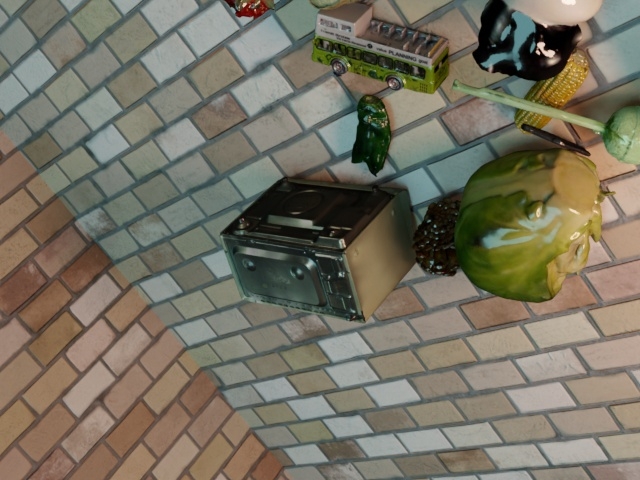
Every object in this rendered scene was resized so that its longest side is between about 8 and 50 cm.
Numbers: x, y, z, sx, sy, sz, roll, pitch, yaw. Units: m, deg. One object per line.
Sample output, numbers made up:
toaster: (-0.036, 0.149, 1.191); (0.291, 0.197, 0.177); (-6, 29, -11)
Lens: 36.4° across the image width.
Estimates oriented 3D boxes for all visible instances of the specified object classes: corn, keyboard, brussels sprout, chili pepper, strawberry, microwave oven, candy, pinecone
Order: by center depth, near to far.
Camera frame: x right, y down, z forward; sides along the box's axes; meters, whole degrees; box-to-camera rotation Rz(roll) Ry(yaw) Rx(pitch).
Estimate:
candy: (0.473, -0.247, 1.925); (0.440, 0.119, 0.119); (15, 138, 3)
keyboard: (0.478, -0.202, 1.962); (0.106, 0.262, 0.016); (27, 102, 24)
corn: (0.472, -0.303, 1.985); (0.080, 0.080, 0.238); (37, 144, 4)
brussels sprout: (0.445, -0.033, 2.105); (0.315, 0.276, 0.371); (29, 140, 9)
strawberry: (-0.162, -0.604, 2.158); (0.201, 0.184, 0.187); (48, 157, 41)
pinecone: (0.300, 0.002, 2.336); (0.150, 0.179, 0.195); (21, 155, 10)
chili pepper: (0.122, -0.244, 2.340); (0.098, 0.061, 0.224); (18, 135, 16)
microwave oven: (0.000, 0.000, 2.465); (0.394, 0.333, 0.247); (7, 126, 35)

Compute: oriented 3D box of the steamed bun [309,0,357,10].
steamed bun: (0.063, -0.585, 2.023); (0.212, 0.110, 0.231); (27, 137, 33)

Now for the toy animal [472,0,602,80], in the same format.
toy animal: (0.413, -0.444, 1.808); (0.212, 0.212, 0.266); (31, 129, 12)

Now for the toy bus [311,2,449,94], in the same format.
toy bus: (0.131, -0.423, 2.129); (0.302, 0.113, 0.139); (20, 137, 20)
